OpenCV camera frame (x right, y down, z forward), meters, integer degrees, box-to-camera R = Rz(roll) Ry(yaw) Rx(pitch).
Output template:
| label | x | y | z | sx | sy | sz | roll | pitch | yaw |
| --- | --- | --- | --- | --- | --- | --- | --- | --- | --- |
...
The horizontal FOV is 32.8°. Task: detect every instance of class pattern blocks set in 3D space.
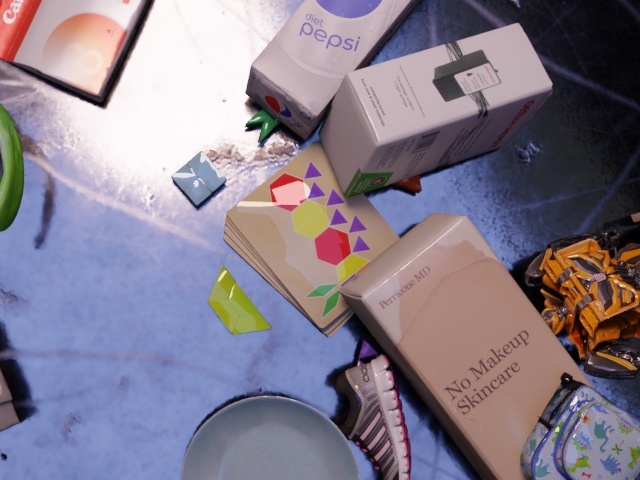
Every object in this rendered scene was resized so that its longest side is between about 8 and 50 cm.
| label | x | y | z | sx | sy | sz | roll | pitch | yaw |
| --- | --- | --- | --- | --- | --- | --- | --- | --- | --- |
| pattern blocks set | 0.000 | 0.000 | 1.214 | 0.285 | 0.026 | 0.324 | -31 | 89 | -8 |

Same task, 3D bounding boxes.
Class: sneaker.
| label | x | y | z | sx | sy | sz | roll | pitch | yaw |
| --- | --- | --- | --- | --- | --- | --- | --- | --- | --- |
| sneaker | 0.055 | 0.209 | 1.182 | 0.075 | 0.063 | 0.170 | -10 | 102 | 8 |

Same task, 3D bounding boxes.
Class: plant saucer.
| label | x | y | z | sx | sy | sz | roll | pitch | yaw |
| --- | --- | --- | --- | --- | --- | --- | --- | --- | --- |
| plant saucer | -0.053 | 0.261 | 1.173 | 0.195 | 0.037 | 0.194 | 0 | 92 | 4 |

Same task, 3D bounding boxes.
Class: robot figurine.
| label | x | y | z | sx | sy | sz | roll | pitch | yaw |
| --- | --- | --- | --- | --- | --- | --- | --- | --- | --- |
| robot figurine | 0.371 | 0.042 | 1.182 | 0.291 | 0.085 | 0.211 | -15 | 47 | -14 |

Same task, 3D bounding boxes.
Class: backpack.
| label | x | y | z | sx | sy | sz | roll | pitch | yaw |
| --- | --- | --- | --- | --- | --- | --- | --- | --- | --- |
| backpack | 0.258 | 0.208 | 1.065 | 0.105 | 0.084 | 0.114 | 35 | 88 | -8 |

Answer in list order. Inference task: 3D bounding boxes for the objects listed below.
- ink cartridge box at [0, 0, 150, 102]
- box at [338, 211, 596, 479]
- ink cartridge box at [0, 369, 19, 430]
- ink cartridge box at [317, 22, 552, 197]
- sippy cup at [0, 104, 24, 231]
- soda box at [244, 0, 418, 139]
| label | x | y | z | sx | sy | sz | roll | pitch | yaw |
| --- | --- | --- | --- | --- | --- | --- | --- | --- | --- |
| ink cartridge box | -0.294 | -0.255 | 1.199 | 0.179 | 0.045 | 0.145 | 24 | 83 | -6 |
| box | 0.173 | 0.133 | 1.151 | 0.148 | 0.121 | 0.311 | -40 | 99 | -6 |
| ink cartridge box | -0.420 | 0.166 | 1.109 | 0.176 | 0.128 | 0.127 | -21 | 87 | -8 |
| ink cartridge box | 0.119 | -0.136 | 1.154 | 0.208 | 0.153 | 0.086 | -18 | 75 | -18 |
| sippy cup | -0.472 | -0.065 | 1.088 | 0.306 | 0.240 | 0.224 | 11 | 96 | 38 |
| soda box | 0.039 | -0.253 | 1.190 | 0.091 | 0.098 | 0.286 | 38 | 77 | 0 |
